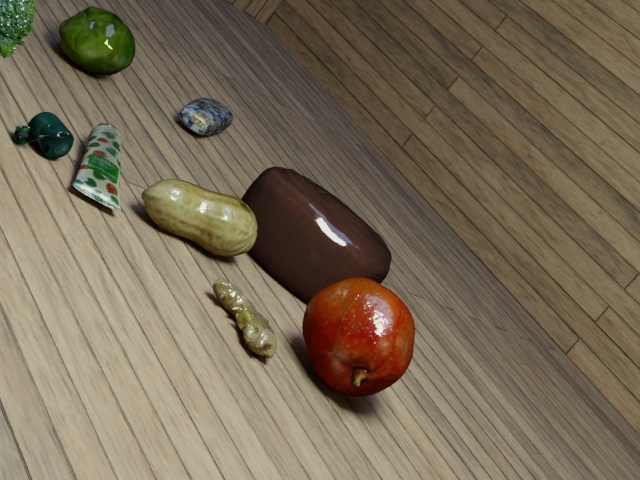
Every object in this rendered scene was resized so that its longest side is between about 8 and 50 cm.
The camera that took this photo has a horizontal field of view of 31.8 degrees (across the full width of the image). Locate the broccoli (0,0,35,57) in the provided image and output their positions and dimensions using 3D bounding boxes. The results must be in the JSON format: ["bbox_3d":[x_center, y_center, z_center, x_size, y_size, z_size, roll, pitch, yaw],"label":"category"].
[{"bbox_3d":[-0.625,-0.419,1.999,0.269,0.261,0.241,44,-22,9],"label":"broccoli"}]

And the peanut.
[{"bbox_3d":[-0.212,-0.044,2.010,0.236,0.110,0.120,25,29,-36],"label":"peanut"}]

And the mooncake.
[{"bbox_3d":[0.000,0.000,2.254,0.334,0.174,0.326,23,19,-40],"label":"mooncake"}]

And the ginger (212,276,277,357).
[{"bbox_3d":[-0.121,0.131,1.845,0.173,0.051,0.069,45,10,38],"label":"ginger"}]

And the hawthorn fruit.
[{"bbox_3d":[0.065,0.177,1.878,0.196,0.196,0.225,33,29,-18],"label":"hawthorn fruit"}]

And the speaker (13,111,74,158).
[{"bbox_3d":[-0.471,-0.182,1.906,0.075,0.060,0.094,45,17,27],"label":"speaker"}]

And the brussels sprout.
[{"bbox_3d":[-0.485,-0.434,2.452,0.162,0.143,0.180,0,37,-6],"label":"brussels sprout"}]

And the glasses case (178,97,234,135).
[{"bbox_3d":[-0.270,-0.295,2.668,0.087,0.065,0.248,41,16,3],"label":"glasses case"}]

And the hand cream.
[{"bbox_3d":[-0.387,-0.134,1.982,0.095,0.059,0.276,30,22,-22],"label":"hand cream"}]
